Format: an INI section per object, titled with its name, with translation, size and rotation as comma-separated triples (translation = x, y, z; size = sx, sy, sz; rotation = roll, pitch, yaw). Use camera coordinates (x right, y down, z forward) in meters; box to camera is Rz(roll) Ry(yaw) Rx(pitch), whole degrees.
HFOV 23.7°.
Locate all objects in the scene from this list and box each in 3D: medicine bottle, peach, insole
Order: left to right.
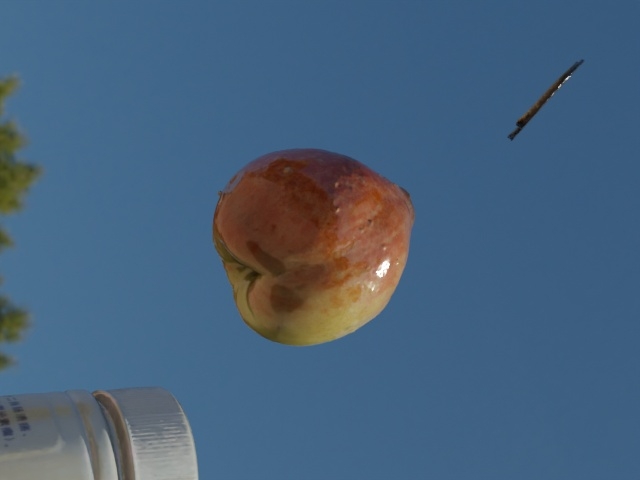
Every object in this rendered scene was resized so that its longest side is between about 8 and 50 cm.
[medicine bottle]
translation = -0.296, 0.241, 1.439
size = 0.190, 0.332, 0.190
rotation = 177, -90, -67
[peach]
translation = 0.000, 0.000, 1.674
size = 0.232, 0.232, 0.233
rotation = 28, -53, 45
[insole]
translation = 0.240, -0.152, 1.626
size = 0.009, 0.348, 0.119
rotation = 43, -82, 3
